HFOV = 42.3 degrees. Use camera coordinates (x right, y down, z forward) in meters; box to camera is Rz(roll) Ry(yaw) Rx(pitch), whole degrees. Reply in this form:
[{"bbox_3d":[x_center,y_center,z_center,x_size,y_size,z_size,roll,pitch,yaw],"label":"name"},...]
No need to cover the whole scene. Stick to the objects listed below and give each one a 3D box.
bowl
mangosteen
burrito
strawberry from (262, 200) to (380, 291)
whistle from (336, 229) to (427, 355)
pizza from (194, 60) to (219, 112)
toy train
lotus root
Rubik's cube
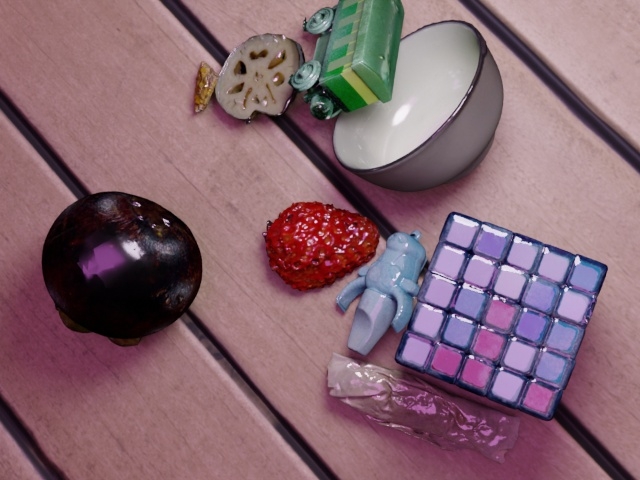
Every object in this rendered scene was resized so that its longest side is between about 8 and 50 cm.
[{"bbox_3d":[0.213,-0.229,1.591,0.185,0.354,0.354,37,91,-33],"label":"bowl"},{"bbox_3d":[-0.396,0.060,1.642,0.330,0.330,0.329,-1,84,9],"label":"mangosteen"},{"bbox_3d":[0.191,0.331,1.628,0.392,0.076,0.117,19,89,10],"label":"burrito"},{"bbox_3d":[0.000,0.000,1.674,0.237,0.111,0.190,-9,81,7],"label":"strawberry"},{"bbox_3d":[0.132,0.099,1.640,0.186,0.093,0.273,16,75,52],"label":"whistle"},{"bbox_3d":[-0.243,-0.337,1.755,0.026,0.109,0.122,12,75,-30],"label":"pizza"},{"bbox_3d":[0.057,-0.373,1.635,0.202,0.120,0.300,-17,47,34],"label":"toy train"},{"bbox_3d":[-0.116,-0.331,1.745,0.183,0.078,0.203,27,85,22],"label":"lotus root"},{"bbox_3d":[0.323,0.135,1.519,0.287,0.293,0.291,21,90,10],"label":"Rubik's cube"}]
